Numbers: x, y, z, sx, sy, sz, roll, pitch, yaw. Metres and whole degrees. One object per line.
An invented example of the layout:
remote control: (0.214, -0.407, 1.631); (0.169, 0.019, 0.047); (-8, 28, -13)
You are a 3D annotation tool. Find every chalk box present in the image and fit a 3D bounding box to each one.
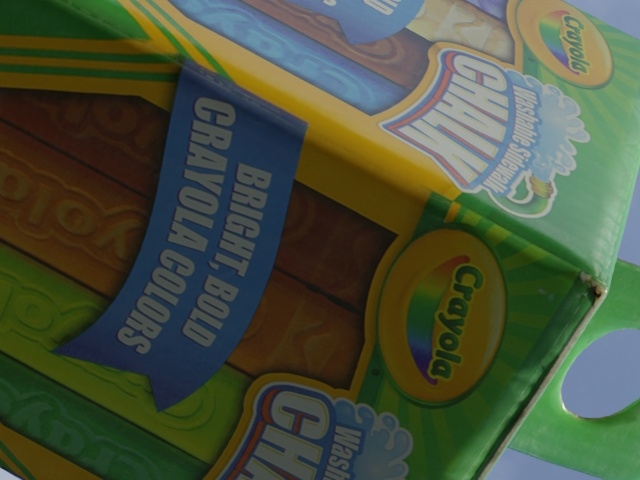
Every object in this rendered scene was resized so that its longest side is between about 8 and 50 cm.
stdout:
chalk box: (0.000, 0.000, 0.585); (0.289, 0.179, 0.180); (28, -57, 2)
